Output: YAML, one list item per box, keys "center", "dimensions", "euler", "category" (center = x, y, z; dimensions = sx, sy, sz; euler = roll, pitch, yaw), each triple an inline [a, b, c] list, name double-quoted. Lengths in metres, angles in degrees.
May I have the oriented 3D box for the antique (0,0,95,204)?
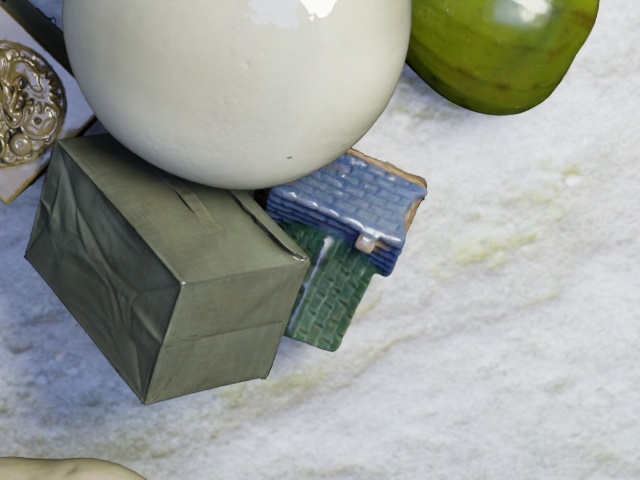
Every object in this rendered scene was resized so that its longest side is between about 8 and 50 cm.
- center: [-0.301, -0.140, 1.810]
  dimensions: [0.152, 0.148, 0.147]
  euler: [44, 101, -7]
  category: "antique"

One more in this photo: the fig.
- center: [0.141, -0.228, 1.746]
  dimensions: [0.225, 0.203, 0.203]
  euler: [19, 100, -7]
  category: "fig"

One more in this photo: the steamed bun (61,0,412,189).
- center: [-0.082, -0.198, 1.660]
  dimensions: [0.324, 0.206, 0.324]
  euler: [10, 113, 26]
  category: "steamed bun"

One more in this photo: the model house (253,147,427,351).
- center: [0.000, 0.000, 1.805]
  dimensions: [0.166, 0.172, 0.183]
  euler: [23, 100, -2]
  category: "model house"

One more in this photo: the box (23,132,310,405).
- center: [-0.147, 0.015, 1.750]
  dimensions: [0.231, 0.149, 0.155]
  euler: [47, 131, 34]
  category: "box"

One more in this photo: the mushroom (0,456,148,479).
- center: [-0.290, 0.355, 1.830]
  dimensions: [0.353, 0.353, 0.325]
  euler: [35, 69, -3]
  category: "mushroom"
